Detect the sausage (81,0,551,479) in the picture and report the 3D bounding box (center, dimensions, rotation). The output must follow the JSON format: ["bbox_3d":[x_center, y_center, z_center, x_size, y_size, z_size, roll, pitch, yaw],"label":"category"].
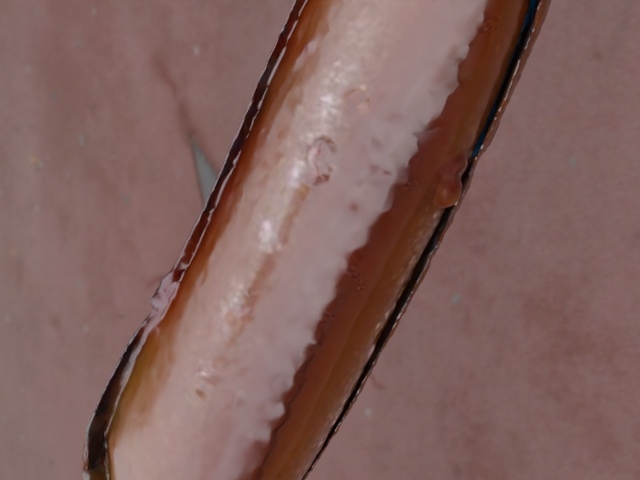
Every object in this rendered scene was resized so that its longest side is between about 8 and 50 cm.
[{"bbox_3d":[0.000,0.000,0.538,0.102,0.102,0.330,36,102,42],"label":"sausage"}]
